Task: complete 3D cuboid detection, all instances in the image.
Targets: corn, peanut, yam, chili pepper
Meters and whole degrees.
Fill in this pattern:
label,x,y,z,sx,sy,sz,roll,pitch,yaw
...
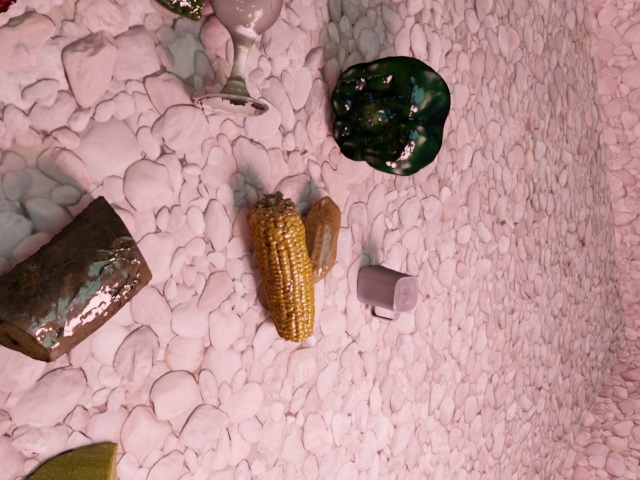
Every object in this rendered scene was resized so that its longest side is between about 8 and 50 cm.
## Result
label,x,y,z,sx,sy,sz,roll,pitch,yaw
corn,-0.070,0.057,1.175,0.115,0.115,0.318,-31,118,-40
peanut,0.000,0.000,1.263,0.093,0.083,0.194,21,81,-32
yam,-0.357,0.062,0.854,0.254,0.153,0.154,-49,127,-34
chili pepper,0.165,-0.283,1.308,0.256,0.233,0.249,-10,119,-54

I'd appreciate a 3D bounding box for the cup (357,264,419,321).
label,x,y,z,sx,sy,sz,roll,pitch,yaw
cup,0.160,0.133,1.424,0.095,0.129,0.128,-1,100,-40

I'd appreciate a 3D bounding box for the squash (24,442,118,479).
label,x,y,z,sx,sy,sz,roll,pitch,yaw
squash,-0.388,0.435,0.915,0.184,0.085,0.192,-2,96,-47

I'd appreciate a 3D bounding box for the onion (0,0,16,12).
label,x,y,z,sx,sy,sz,roll,pitch,yaw
onion,-0.477,-0.363,0.617,0.313,0.232,0.314,-17,127,-25

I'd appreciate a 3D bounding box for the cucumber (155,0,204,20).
label,x,y,z,sx,sy,sz,roll,pitch,yaw
cucumber,-0.243,-0.420,0.983,0.107,0.035,0.067,6,93,-45

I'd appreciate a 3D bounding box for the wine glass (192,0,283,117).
label,x,y,z,sx,sy,sz,roll,pitch,yaw
wine glass,-0.139,-0.379,1.025,0.143,0.143,0.322,6,91,-47
